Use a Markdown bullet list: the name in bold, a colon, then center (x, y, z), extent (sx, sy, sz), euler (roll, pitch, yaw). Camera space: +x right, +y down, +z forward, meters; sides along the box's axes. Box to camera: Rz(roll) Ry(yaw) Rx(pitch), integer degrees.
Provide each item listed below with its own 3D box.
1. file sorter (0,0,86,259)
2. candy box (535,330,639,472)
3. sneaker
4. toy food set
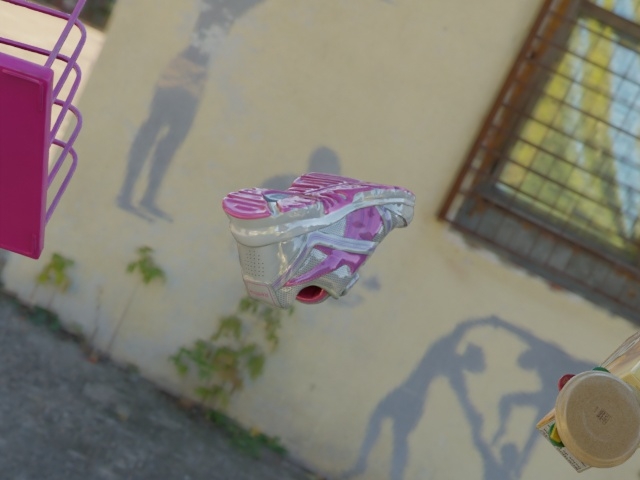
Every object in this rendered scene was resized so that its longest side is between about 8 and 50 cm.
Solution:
- **file sorter**: center (-0.369, -0.161, 1.374), extent (0.202, 0.290, 0.182), euler (18, 50, -1)
- **candy box**: center (0.386, 0.161, 1.457), extent (0.087, 0.183, 0.316), euler (48, -19, 9)
- **sneaker**: center (0.000, 0.000, 1.198), extent (0.103, 0.111, 0.252), euler (13, 17, 38)
- **toy food set**: center (0.228, 0.146, 1.029), extent (0.083, 0.083, 0.020), euler (29, -21, -7)
